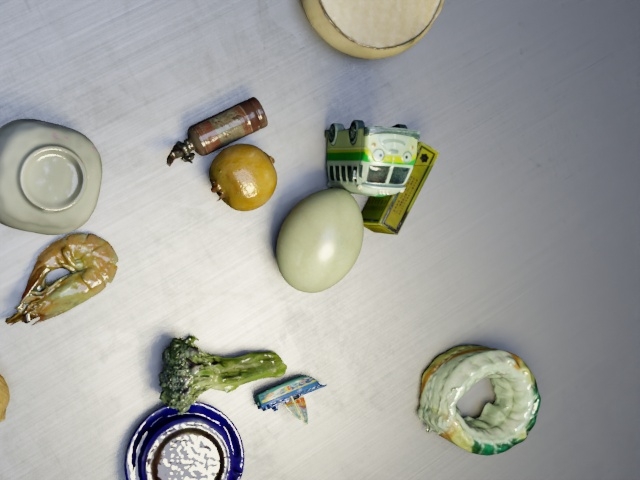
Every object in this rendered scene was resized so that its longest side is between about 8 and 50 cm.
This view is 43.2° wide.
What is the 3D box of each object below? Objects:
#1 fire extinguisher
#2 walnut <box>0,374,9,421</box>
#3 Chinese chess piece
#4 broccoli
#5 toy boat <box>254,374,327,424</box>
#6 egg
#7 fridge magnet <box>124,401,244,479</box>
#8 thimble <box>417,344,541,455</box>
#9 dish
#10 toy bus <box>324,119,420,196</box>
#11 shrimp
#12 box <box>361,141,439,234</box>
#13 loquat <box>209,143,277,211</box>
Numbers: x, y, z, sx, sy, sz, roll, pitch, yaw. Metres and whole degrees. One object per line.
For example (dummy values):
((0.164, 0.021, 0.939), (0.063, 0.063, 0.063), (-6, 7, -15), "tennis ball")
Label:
((-0.237, -0.235, 1.775), (0.252, 0.106, 0.075), (-27, 103, -16), "fire extinguisher")
((-0.714, 0.313, 1.617), (0.184, 0.155, 0.155), (32, 82, -20), "walnut")
((0.120, -0.588, 1.850), (0.337, 0.140, 0.338), (-2, 97, -13), "Chinese chess piece")
((-0.212, 0.288, 1.798), (0.304, 0.145, 0.165), (0, 86, -35), "broccoli")
((-0.057, 0.377, 1.875), (0.175, 0.091, 0.110), (-19, 80, -22), "toy boat")
((0.000, 0.000, 1.822), (0.186, 0.186, 0.253), (24, 101, -18), "egg")
((-0.297, 0.489, 1.784), (0.265, 0.112, 0.266), (2, 83, -17), "fridge magnet")
((0.387, 0.392, 1.987), (0.288, 0.167, 0.254), (-14, 96, -19), "thimble")
((-0.556, -0.127, 1.641), (0.256, 0.117, 0.256), (-4, 98, -32), "dish")
((0.108, -0.182, 1.810), (0.133, 0.276, 0.165), (2, 96, -18), "toy bus")
((-0.556, 0.087, 1.708), (0.267, 0.061, 0.145), (-40, 95, -10), "shrimp")
((0.181, -0.124, 1.905), (0.064, 0.141, 0.220), (28, 83, -17), "box")
((-0.172, -0.139, 1.786), (0.163, 0.137, 0.163), (-8, 108, -26), "loquat")
